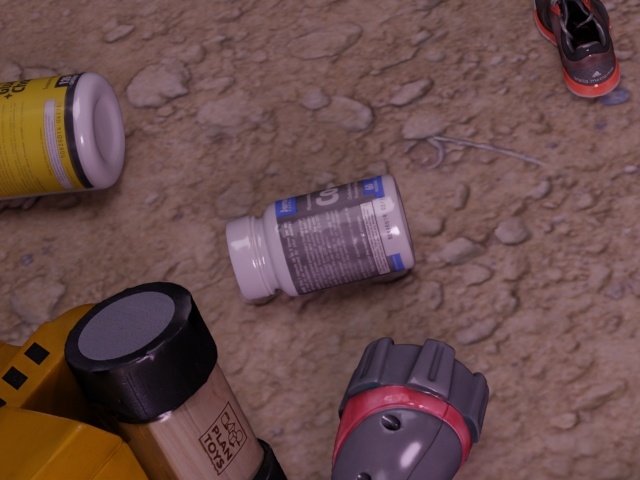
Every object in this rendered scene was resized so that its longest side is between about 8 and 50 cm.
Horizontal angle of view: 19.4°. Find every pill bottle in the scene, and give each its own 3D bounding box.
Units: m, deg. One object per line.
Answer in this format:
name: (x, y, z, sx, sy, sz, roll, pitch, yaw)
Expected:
pill bottle: (-0.270, -0.086, 1.625, 0.184, 0.103, 0.103, -6, 45, 13)
pill bottle: (0.000, 0.000, 1.465, 0.137, 0.078, 0.078, -14, 44, 5)

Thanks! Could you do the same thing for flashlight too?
flashlight: (0.034, 0.206, 1.234, 0.103, 0.103, 0.304, 3, 47, 18)

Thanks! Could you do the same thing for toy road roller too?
toy road roller: (-0.195, 0.185, 1.272, 0.241, 0.202, 0.329, 4, 42, 38)

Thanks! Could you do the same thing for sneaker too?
sneaker: (0.218, -0.191, 1.588, 0.061, 0.065, 0.158, -18, 44, 1)
